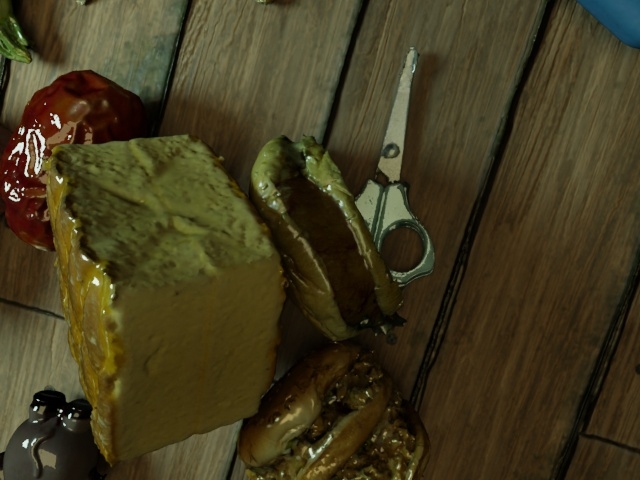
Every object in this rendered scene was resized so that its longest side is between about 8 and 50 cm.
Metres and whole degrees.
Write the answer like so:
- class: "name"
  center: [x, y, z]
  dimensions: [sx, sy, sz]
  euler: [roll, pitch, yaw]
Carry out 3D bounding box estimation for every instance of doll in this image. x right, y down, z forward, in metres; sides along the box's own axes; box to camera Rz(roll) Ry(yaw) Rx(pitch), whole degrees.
- class: "doll"
  center: [-0.423, 0.364, 0.818]
  dimensions: [0.182, 0.117, 0.257]
  euler: [14, 97, 3]

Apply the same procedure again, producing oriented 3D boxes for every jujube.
- class: "jujube"
  center: [-0.334, -0.104, 0.731]
  dimensions: [0.174, 0.174, 0.250]
  euler: [31, 97, -1]

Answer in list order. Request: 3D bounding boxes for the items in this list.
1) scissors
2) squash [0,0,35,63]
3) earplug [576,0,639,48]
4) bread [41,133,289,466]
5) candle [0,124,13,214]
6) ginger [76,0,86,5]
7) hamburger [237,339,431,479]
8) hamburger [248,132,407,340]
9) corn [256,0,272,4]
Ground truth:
- class: "scissors"
  center: [0.099, -0.099, 0.778]
  dimensions: [0.191, 0.029, 0.360]
  euler: [11, 100, 3]
- class: "squash"
  center: [-0.511, -0.370, 0.735]
  dimensions: [0.137, 0.137, 0.287]
  euler: [-22, 97, 5]
- class: "earplug"
  center: [0.377, -0.363, 0.692]
  dimensions: [0.273, 0.132, 0.132]
  euler: [43, 97, -6]
- class: "bread"
  center: [-0.189, 0.054, 0.631]
  dimensions: [0.207, 0.279, 0.279]
  euler: [-9, 128, -31]
- class: "candle"
  center: [-0.612, -0.068, 0.778]
  dimensions: [0.287, 0.131, 0.317]
  euler: [29, 88, 6]
- class: "ginger"
  center: [-0.378, -0.409, 0.765]
  dimensions: [0.137, 0.044, 0.057]
  euler: [46, 67, -9]
- class: "hamburger"
  center: [0.023, 0.256, 0.725]
  dimensions: [0.211, 0.245, 0.260]
  euler: [42, 137, 0]
- class: "hamburger"
  center: [0.000, 0.000, 0.687]
  dimensions: [0.132, 0.211, 0.309]
  euler: [-27, 90, 6]
- class: "corn"
  center: [-0.074, -0.382, 0.753]
  dimensions: [0.037, 0.037, 0.092]
  euler: [15, 98, 1]
